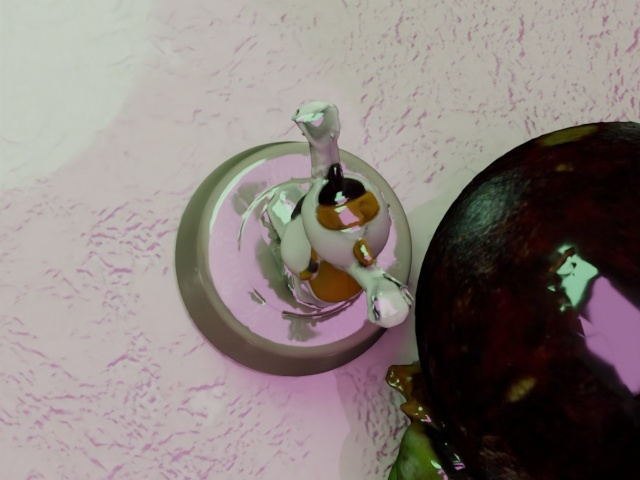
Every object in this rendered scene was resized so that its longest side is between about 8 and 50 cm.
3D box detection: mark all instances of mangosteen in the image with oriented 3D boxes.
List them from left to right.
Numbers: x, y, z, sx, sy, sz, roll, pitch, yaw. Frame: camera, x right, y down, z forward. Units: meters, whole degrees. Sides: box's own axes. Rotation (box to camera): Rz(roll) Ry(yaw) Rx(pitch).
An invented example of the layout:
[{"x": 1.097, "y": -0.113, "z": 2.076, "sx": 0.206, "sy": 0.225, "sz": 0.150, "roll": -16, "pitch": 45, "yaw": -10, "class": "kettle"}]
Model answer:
[{"x": 0.183, "y": 0.082, "z": 1.357, "sx": 0.306, "sy": 0.359, "sz": 0.306, "roll": 27, "pitch": 49, "yaw": -36, "class": "mangosteen"}]

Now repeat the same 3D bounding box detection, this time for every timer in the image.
[{"x": 0.000, "y": 0.000, "z": 1.325, "sx": 0.175, "sy": 0.266, "sz": 0.175, "roll": 1, "pitch": 84, "yaw": -9, "class": "timer"}]
